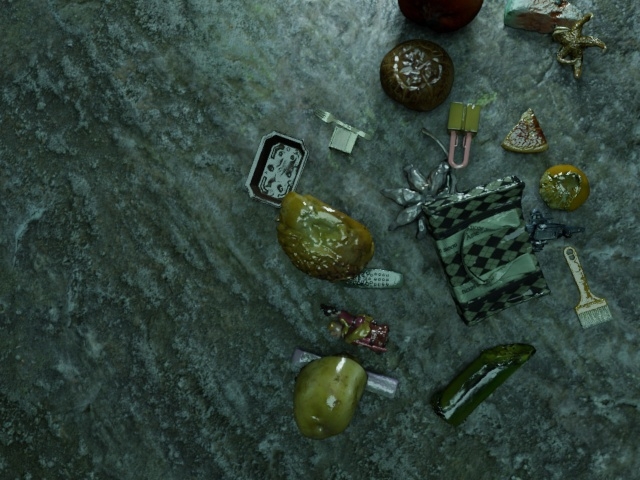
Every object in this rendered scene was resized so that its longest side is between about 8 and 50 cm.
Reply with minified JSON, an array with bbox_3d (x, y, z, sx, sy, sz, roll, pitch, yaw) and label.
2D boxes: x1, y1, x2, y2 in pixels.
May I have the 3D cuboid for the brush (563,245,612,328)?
[{"bbox_3d":[0.861,0.147,1.745,0.103,0.013,0.272,-20,86,6],"label":"brush"}]

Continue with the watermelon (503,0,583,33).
[{"bbox_3d":[0.737,-0.757,1.750,0.241,0.094,0.154,24,98,4],"label":"watermelon"}]

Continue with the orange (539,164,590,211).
[{"bbox_3d":[0.781,-0.170,1.704,0.156,0.134,0.157,-1,76,4],"label":"orange"}]

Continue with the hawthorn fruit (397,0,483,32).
[{"bbox_3d":[0.387,-0.833,1.703,0.294,0.295,0.312,-1,88,8],"label":"hawthorn fruit"}]

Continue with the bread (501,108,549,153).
[{"bbox_3d":[0.694,-0.338,1.756,0.136,0.054,0.154,35,99,8],"label":"bread"}]

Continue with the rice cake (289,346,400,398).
[{"bbox_3d":[0.086,0.453,1.817,0.398,0.064,0.070,16,81,8],"label":"rice cake"}]

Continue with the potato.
[{"bbox_3d":[0.019,0.515,1.705,0.285,0.242,0.243,-30,85,30],"label":"potato"}]

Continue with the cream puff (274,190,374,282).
[{"bbox_3d":[0.000,0.000,1.708,0.342,0.327,0.231,26,98,-33],"label":"cream puff"}]

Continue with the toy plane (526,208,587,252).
[{"bbox_3d":[0.749,-0.025,1.731,0.246,0.078,0.169,0,116,4],"label":"toy plane"}]

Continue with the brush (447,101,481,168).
[{"bbox_3d":[0.467,-0.342,1.763,0.103,0.047,0.234,8,76,9],"label":"brush"}]

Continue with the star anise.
[{"bbox_3d":[0.339,-0.152,1.756,0.315,0.139,0.359,-37,88,-4],"label":"star anise"}]

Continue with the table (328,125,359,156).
[{"bbox_3d":[0.081,-0.340,1.833,0.083,0.062,0.079,21,92,8],"label":"table"}]

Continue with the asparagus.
[{"bbox_3d":[0.530,0.448,1.740,0.382,0.108,0.128,-44,83,3],"label":"asparagus"}]

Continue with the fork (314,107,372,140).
[{"bbox_3d":[0.082,-0.405,1.857,0.219,0.028,0.034,26,85,3],"label":"fork"}]

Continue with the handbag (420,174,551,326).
[{"bbox_3d":[0.525,0.025,1.658,0.316,0.180,0.416,-22,107,7],"label":"handbag"}]

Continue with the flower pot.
[{"bbox_3d":[-0.144,-0.244,1.852,0.178,0.084,0.251,20,93,7],"label":"flower pot"}]

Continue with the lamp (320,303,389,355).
[{"bbox_3d":[0.106,0.298,1.791,0.253,0.118,0.118,17,91,1],"label":"lamp"}]

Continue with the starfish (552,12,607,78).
[{"bbox_3d":[0.840,-0.625,1.720,0.146,0.074,0.190,-12,110,21],"label":"starfish"}]

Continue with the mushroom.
[{"bbox_3d":[0.322,-0.551,1.766,0.253,0.153,0.253,0,81,1],"label":"mushroom"}]

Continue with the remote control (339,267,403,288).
[{"bbox_3d":[0.173,0.131,1.823,0.221,0.042,0.072,3,89,9],"label":"remote control"}]
